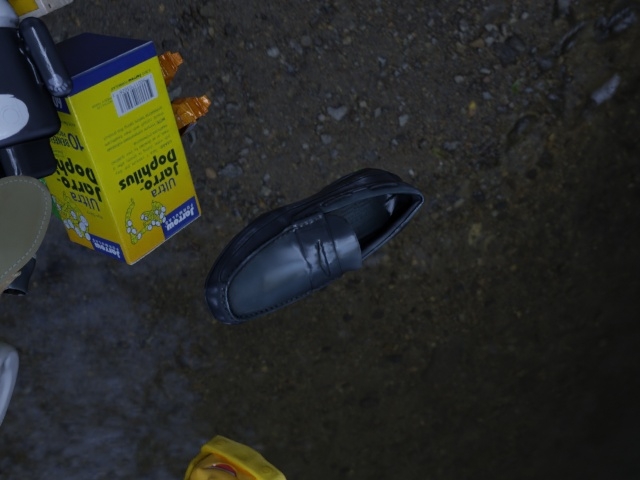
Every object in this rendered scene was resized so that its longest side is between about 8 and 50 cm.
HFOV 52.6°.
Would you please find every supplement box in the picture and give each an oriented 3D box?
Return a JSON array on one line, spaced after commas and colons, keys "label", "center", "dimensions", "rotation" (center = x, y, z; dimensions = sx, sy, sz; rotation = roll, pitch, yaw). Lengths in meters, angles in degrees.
[{"label": "supplement box", "center": [-0.387, -0.169, 1.183], "dimensions": [0.195, 0.194, 0.356], "rotation": [-42, 136, -38]}]

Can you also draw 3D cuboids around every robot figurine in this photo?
[{"label": "robot figurine", "center": [-0.468, -0.208, 0.894], "dimensions": [0.209, 0.173, 0.278], "rotation": [-25, 103, -27]}, {"label": "robot figurine", "center": [-0.369, -0.283, 1.398], "dimensions": [0.291, 0.085, 0.211], "rotation": [-14, 114, 46]}]

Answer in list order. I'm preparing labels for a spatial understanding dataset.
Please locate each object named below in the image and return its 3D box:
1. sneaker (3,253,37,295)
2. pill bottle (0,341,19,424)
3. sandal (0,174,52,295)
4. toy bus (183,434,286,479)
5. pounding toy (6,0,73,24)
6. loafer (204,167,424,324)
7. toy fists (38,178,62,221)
[{"label": "sneaker", "center": [-0.818, 0.059, 1.615], "dimensions": [0.083, 0.118, 0.222], "rotation": [-22, 149, 34]}, {"label": "pill bottle", "center": [-0.706, 0.223, 1.043], "dimensions": [0.361, 0.204, 0.204], "rotation": [16, 120, -9]}, {"label": "sandal", "center": [-0.377, 0.037, 0.696], "dimensions": [0.088, 0.240, 0.079], "rotation": [34, 144, -32]}, {"label": "toy bus", "center": [-0.148, 0.373, 0.755], "dimensions": [0.211, 0.149, 0.220], "rotation": [-15, 116, -50]}, {"label": "pounding toy", "center": [-0.446, -0.385, 0.937], "dimensions": [0.141, 0.100, 0.130], "rotation": [-10, 120, 23]}, {"label": "loafer", "center": [0.000, 0.000, 0.556], "dimensions": [0.223, 0.078, 0.076], "rotation": [-34, 121, -33]}, {"label": "toy fists", "center": [-0.596, -0.154, 1.523], "dimensions": [0.096, 0.279, 0.142], "rotation": [13, 111, -57]}]
